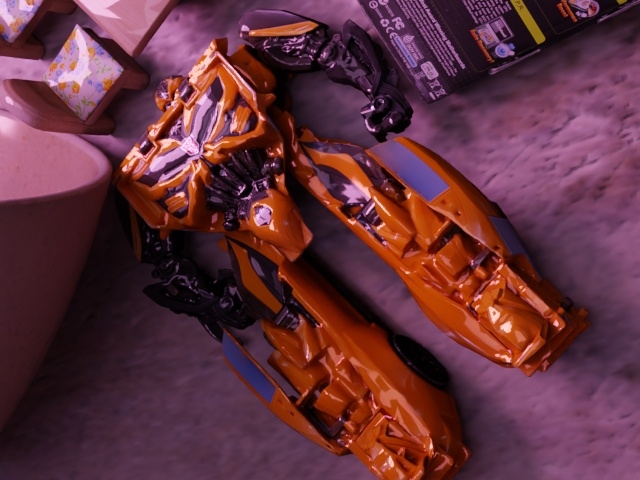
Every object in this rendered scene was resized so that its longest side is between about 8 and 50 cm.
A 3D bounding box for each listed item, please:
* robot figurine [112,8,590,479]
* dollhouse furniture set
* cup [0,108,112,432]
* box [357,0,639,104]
[{"bbox_3d":[0.000,0.000,0.923,0.291,0.085,0.211,43,107,17],"label":"robot figurine"},{"bbox_3d":[-0.179,-0.217,0.958,0.242,0.161,0.212,45,108,17],"label":"dollhouse furniture set"},{"bbox_3d":[-0.301,0.048,0.933,0.331,0.331,0.236,15,104,24],"label":"cup"},{"bbox_3d":[0.088,-0.189,0.850,0.184,0.045,0.190,-26,115,22],"label":"box"}]
